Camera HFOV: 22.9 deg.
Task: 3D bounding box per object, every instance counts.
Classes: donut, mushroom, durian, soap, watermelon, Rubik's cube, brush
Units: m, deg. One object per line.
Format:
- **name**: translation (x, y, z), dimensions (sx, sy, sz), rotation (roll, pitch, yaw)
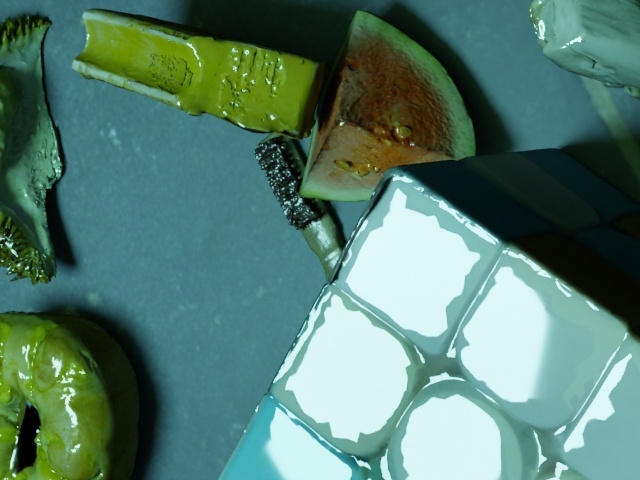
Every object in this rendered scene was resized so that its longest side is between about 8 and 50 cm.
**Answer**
- **donut**: translation (-0.299, 0.208, 1.733), dimensions (0.208, 0.128, 0.261), rotation (22, 105, 25)
- **mushroom**: translation (0.300, -0.152, 1.372), dimensions (0.278, 0.096, 0.099), rotation (35, 112, 18)
- **durian**: translation (-0.373, -0.092, 1.754), dimensions (0.172, 0.166, 0.306), rotation (-25, 75, 60)
- **soap**: translation (-0.104, -0.161, 1.529), dimensions (0.257, 0.160, 0.080), rotation (20, 101, 44)
- **watermelon**: translation (0.072, -0.108, 1.512), dimensions (0.145, 0.137, 0.193), rotation (15, 106, -6)
- **Rubik's cube**: translation (0.184, 0.154, 1.326), dimensions (0.346, 0.344, 0.347), rotation (39, 114, 22)
- **brush**: translation (0.000, 0.000, 1.593), dimensions (0.043, 0.036, 0.248), rotation (-34, 78, 33)

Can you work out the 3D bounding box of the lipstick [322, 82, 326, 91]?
- **lipstick**: translation (-0.038, -0.160, 1.608), dimensions (0.094, 0.019, 0.019), rotation (4, 97, 29)
